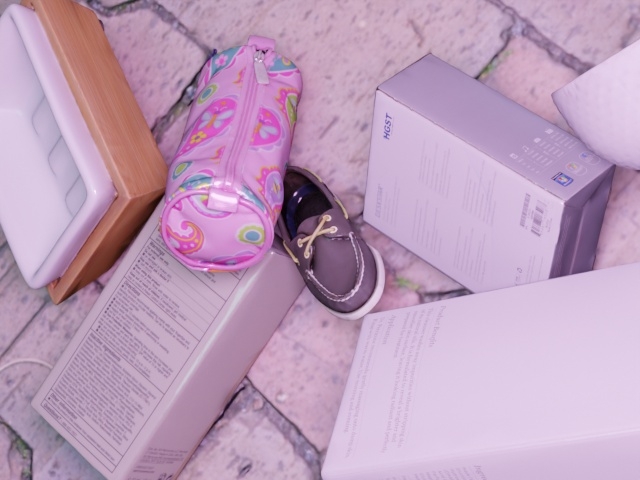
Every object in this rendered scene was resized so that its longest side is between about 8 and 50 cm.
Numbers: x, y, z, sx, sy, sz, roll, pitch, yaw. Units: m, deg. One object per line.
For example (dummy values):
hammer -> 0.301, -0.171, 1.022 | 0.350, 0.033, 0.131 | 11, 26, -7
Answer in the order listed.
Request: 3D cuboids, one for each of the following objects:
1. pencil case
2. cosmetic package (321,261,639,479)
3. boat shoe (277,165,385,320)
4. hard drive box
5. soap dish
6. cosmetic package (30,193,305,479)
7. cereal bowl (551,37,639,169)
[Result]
pencil case -> -0.089, -0.094, 1.704 | 0.124, 0.124, 0.284 | -18, 35, 23
cosmetic package -> 0.216, 0.156, 1.504 | 0.385, 0.156, 0.217 | -10, 40, 28
boat shoe -> 0.000, 0.000, 1.689 | 0.081, 0.069, 0.228 | -40, 34, 7
hard drive box -> 0.159, -0.047, 1.609 | 0.232, 0.089, 0.181 | 34, 141, 27
soap dish -> -0.290, -0.108, 1.848 | 0.229, 0.118, 0.291 | -49, 60, 45
cosmetic package -> -0.162, 0.104, 1.788 | 0.160, 0.113, 0.309 | 39, 99, 27
cereal bowl -> 0.380, -0.162, 1.449 | 0.339, 0.339, 0.141 | -32, 89, 19
